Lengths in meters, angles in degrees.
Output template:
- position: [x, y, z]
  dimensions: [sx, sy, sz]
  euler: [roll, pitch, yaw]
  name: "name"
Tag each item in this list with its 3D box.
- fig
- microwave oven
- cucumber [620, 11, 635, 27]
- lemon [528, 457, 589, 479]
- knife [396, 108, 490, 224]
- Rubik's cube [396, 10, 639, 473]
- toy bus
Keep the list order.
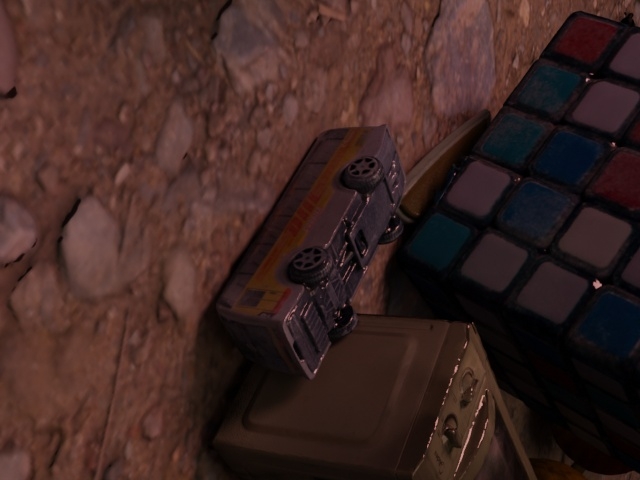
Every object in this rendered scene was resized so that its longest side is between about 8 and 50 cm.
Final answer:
- position: [0.358, 0.209, 1.199]
  dimensions: [0.207, 0.175, 0.175]
  euler: [67, 40, -61]
  name: "fig"
- position: [0.051, 0.151, 0.667]
  dimensions: [0.129, 0.163, 0.205]
  euler: [-61, 140, -34]
  name: "microwave oven"
- position: [0.402, -0.240, 1.298]
  dimensions: [0.043, 0.039, 0.163]
  euler: [64, 41, -72]
  name: "cucumber"
- position: [0.225, 0.292, 0.995]
  dimensions: [0.187, 0.142, 0.142]
  euler: [58, 47, -41]
  name: "lemon"
- position: [0.145, -0.091, 0.913]
  dimensions: [0.343, 0.027, 0.061]
  euler: [-37, 133, -46]
  name: "knife"
- position: [0.290, 0.024, 0.851]
  dimensions: [0.292, 0.287, 0.293]
  euler: [-51, 142, -12]
  name: "Rubik's cube"
- position: [0.000, 0.000, 0.647]
  dimensions: [0.190, 0.075, 0.064]
  euler: [-60, 142, -36]
  name: "toy bus"
